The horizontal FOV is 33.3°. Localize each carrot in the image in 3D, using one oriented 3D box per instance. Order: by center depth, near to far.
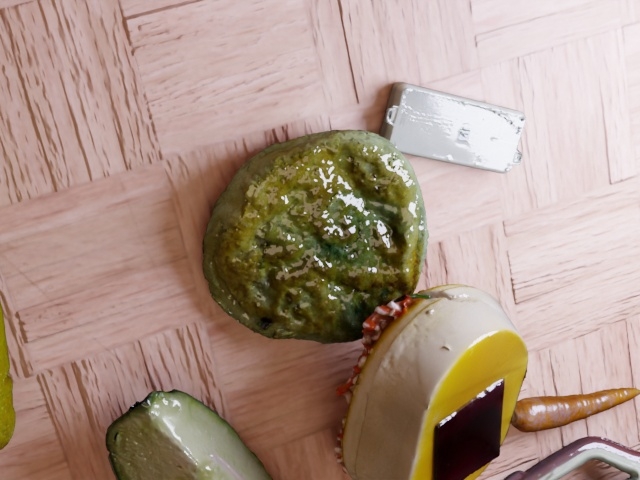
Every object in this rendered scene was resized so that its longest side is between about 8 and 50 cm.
[{"bbox_3d":[0.352,0.226,1.466,0.216,0.048,0.048,-6,108,-23],"label":"carrot"}]

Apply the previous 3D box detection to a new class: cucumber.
[{"bbox_3d":[-0.139,0.295,1.279,0.145,0.105,0.325,-27,117,19],"label":"cucumber"}]

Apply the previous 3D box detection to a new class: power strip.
[{"bbox_3d":[0.160,-0.133,1.285,0.192,0.035,0.081,9,102,-22],"label":"power strip"}]

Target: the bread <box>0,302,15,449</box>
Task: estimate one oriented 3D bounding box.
[{"bbox_3d":[-0.413,0.073,1.101,0.166,0.112,0.383,-7,108,-17],"label":"bread"}]

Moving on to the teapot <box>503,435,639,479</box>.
[{"bbox_3d":[0.399,0.426,1.465,0.312,0.233,0.315,-19,82,-8],"label":"teapot"}]

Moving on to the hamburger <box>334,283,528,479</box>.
[{"bbox_3d":[0.132,0.186,1.294,0.227,0.151,0.295,-13,125,-35],"label":"hamburger"}]

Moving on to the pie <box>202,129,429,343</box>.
[{"bbox_3d":[0.000,0.000,1.241,0.277,0.078,0.277,-7,112,-18],"label":"pie"}]
